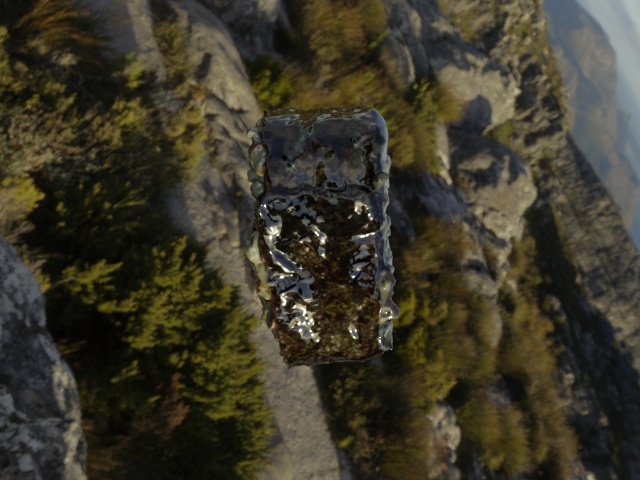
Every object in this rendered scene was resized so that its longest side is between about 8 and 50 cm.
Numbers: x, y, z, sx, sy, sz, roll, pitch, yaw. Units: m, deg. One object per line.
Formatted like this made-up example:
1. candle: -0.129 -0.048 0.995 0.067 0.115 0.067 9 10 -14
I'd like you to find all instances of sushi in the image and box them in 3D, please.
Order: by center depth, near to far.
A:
1. sushi: 0.000 0.000 0.357 0.090 0.078 0.150 -92 177 -58
